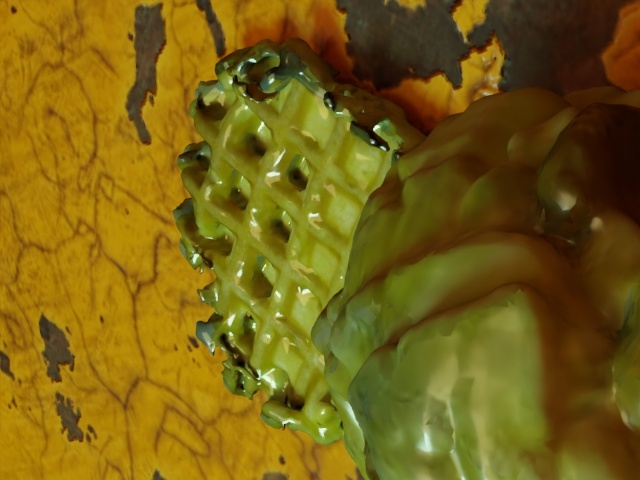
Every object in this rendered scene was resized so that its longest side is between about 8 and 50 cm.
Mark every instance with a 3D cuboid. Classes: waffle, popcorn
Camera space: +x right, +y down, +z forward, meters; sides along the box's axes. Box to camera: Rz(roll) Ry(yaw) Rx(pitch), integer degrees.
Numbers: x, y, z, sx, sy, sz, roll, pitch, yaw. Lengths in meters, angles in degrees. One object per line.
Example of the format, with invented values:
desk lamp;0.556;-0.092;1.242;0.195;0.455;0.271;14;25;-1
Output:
waffle;-0.002;0.001;0.977;0.280;0.060;0.262;-14;91;51
popcorn;0.102;0.062;0.749;0.332;0.225;0.265;138;128;-64
